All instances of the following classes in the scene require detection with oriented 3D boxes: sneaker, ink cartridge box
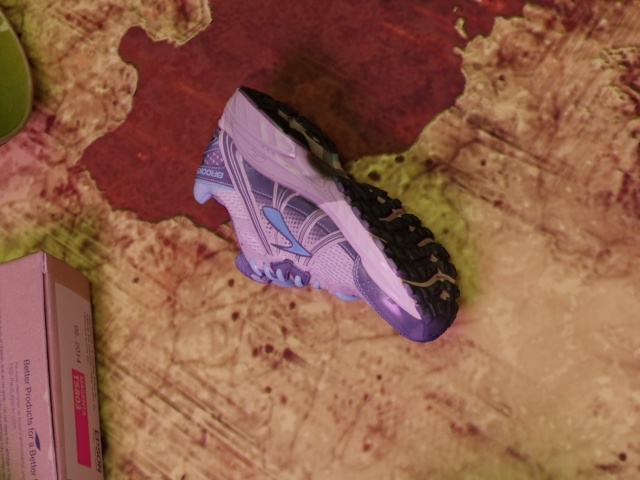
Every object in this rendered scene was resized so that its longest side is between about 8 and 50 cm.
[{"bbox_3d":[0.000,0.000,1.285,0.283,0.110,0.122,47,111,31],"label":"sneaker"},{"bbox_3d":[-0.292,0.149,1.347,0.193,0.088,0.234,-14,67,17],"label":"ink cartridge box"}]

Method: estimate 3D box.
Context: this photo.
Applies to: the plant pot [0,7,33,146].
[{"bbox_3d":[-0.465,-0.118,1.442,0.293,0.275,0.274,-37,60,26],"label":"plant pot"}]
